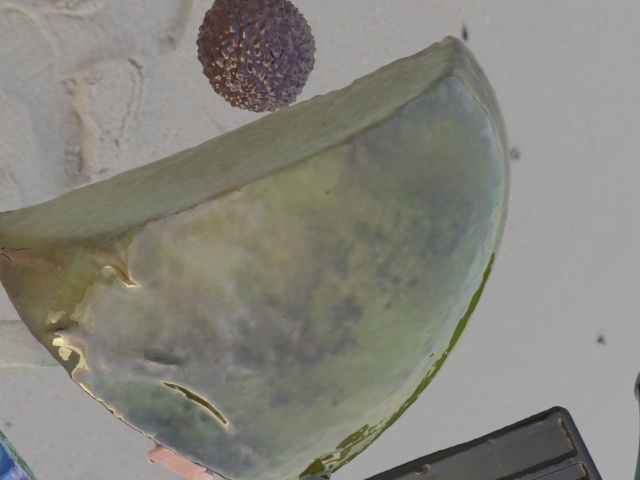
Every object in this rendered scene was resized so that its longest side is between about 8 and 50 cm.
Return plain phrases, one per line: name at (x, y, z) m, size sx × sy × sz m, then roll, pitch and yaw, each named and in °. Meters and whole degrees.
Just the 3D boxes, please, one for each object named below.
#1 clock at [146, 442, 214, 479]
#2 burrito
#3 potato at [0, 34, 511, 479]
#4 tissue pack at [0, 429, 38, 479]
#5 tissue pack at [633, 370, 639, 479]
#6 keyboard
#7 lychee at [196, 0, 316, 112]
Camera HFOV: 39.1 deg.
clock at (-0.277, 0.413, 1.911) m, size 0.093 × 0.162 × 0.166 m, roll -31°, pitch 125°, yaw 29°
burrito at (-0.569, 0.198, 1.671) m, size 0.392 × 0.117 × 0.076 m, roll -1°, pitch 135°, yaw -5°
potato at (0.000, 0.000, 0.492) m, size 0.269 × 0.112 × 0.255 m, roll 36°, pitch 107°, yaw -27°
tissue pack at (-0.654, 0.466, 1.609) m, size 0.263 × 0.198 × 0.146 m, roll -39°, pitch 135°, yaw -18°
tissue pack at (0.533, 0.274, 1.181) m, size 0.198 × 0.206 × 0.287 m, roll 25°, pitch 61°, yaw -15°
keyboard at (0.067, 0.263, 0.820) m, size 0.381 × 0.103 × 0.041 m, roll -26°, pitch 172°, yaw 15°
lychee at (-0.139, -0.424, 1.966) m, size 0.264 × 0.264 × 0.300 m, roll 28°, pitch 55°, yaw -51°
